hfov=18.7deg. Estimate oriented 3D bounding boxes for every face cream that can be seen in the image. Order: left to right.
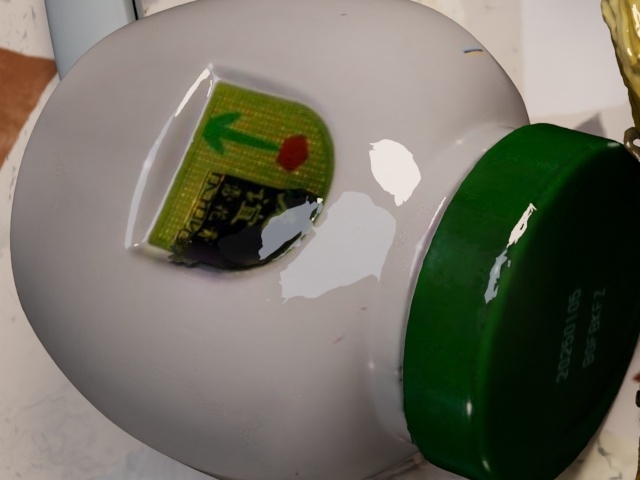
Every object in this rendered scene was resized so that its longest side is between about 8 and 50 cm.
[{"bbox_3d":[0.000,0.000,1.179,0.357,0.219,0.312,17,78,30],"label":"face cream"}]

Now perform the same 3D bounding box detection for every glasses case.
[{"bbox_3d":[-0.169,-0.174,1.456,0.067,0.045,0.178,-24,59,18],"label":"glasses case"}]

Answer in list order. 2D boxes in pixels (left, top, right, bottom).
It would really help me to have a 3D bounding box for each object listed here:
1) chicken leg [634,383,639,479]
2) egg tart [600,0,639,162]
[{"bbox_3d":[0.205,0.158,1.096,0.093,0.070,0.178,-16,52,23],"label":"chicken leg"},{"bbox_3d":[0.262,-0.082,1.080,0.115,0.290,0.290,-56,45,42],"label":"egg tart"}]
